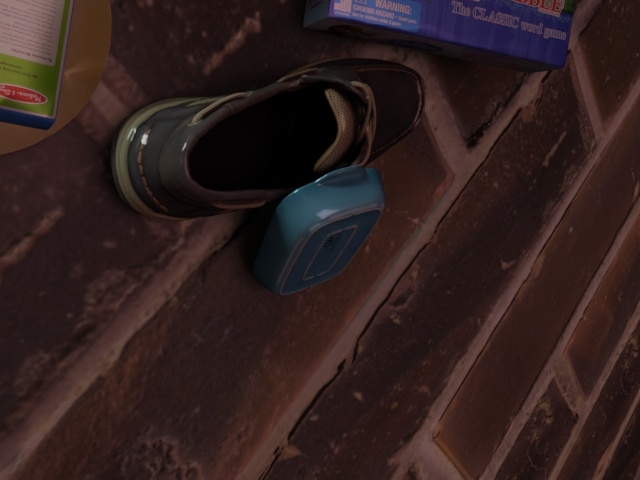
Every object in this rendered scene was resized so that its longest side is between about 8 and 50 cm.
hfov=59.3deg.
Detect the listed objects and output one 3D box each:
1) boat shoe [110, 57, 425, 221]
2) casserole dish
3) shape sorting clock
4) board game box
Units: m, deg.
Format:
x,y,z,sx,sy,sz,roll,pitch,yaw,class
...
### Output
x,y,z,sx,sy,sz,roll,pitch,yaw,class
-0.008,-0.095,0.531,0.355,0.130,0.133,-27,117,-33,boat shoe
0.000,0.000,0.543,0.114,0.037,0.188,-18,156,-29,casserole dish
-0.245,-0.157,0.372,0.206,0.040,0.206,-13,112,-36,shape sorting clock
0.150,-0.365,0.598,0.318,0.066,0.318,1,100,-25,board game box
